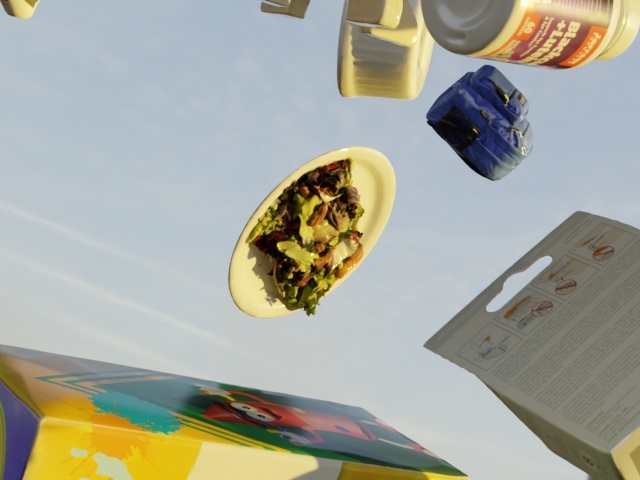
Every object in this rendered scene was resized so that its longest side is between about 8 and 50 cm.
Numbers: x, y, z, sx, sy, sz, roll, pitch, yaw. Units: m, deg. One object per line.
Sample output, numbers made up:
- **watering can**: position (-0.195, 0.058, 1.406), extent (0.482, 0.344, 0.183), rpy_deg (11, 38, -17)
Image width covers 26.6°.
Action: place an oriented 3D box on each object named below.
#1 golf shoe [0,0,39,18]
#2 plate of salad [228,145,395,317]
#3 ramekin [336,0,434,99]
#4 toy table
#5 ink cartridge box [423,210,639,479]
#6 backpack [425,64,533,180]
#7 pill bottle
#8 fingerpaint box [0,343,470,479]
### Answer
- **golf shoe**: position (-0.249, -0.313, 1.359), extent (0.105, 0.120, 0.273), rpy_deg (14, 29, 24)
- **plate of salad**: position (0.000, 0.000, 1.274), extent (0.048, 0.200, 0.200), rpy_deg (45, 1, 33)
- **ramekin**: position (0.125, -0.376, 2.369), extent (0.135, 0.277, 0.277), rpy_deg (11, -16, 9)
- **toy table**: position (0.019, -0.324, 1.511), extent (0.274, 0.161, 0.252), rpy_deg (13, 3, -24)
- **ink cartridge box**: position (0.356, 0.125, 1.704), extent (0.385, 0.308, 0.091), rpy_deg (27, -27, 57)
- **backpack**: position (0.197, -0.135, 1.580), extent (0.120, 0.098, 0.101), rpy_deg (48, -58, -6)
- **pill bottle**: position (0.186, -0.201, 1.150), extent (0.193, 0.108, 0.108), rpy_deg (0, 0, -43)
- **fingerpaint box**: position (-0.141, 0.327, 1.000), extent (0.371, 0.444, 0.163), rpy_deg (14, 8, -36)
